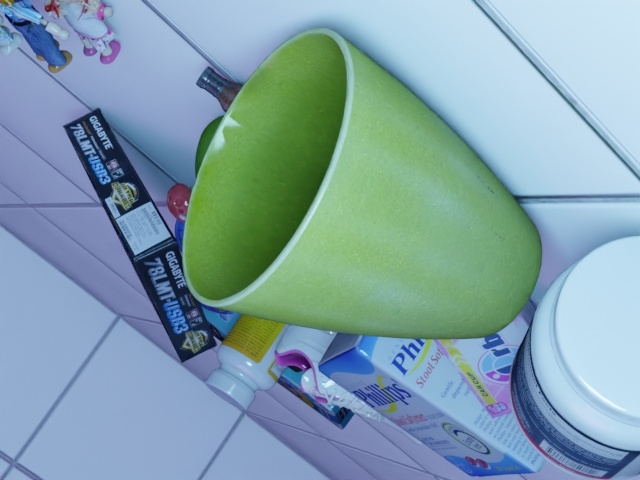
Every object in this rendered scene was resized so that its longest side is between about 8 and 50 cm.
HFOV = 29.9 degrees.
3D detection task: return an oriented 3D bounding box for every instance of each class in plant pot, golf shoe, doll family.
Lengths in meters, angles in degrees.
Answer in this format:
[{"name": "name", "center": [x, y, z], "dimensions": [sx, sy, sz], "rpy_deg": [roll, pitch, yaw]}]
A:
[{"name": "plant pot", "center": [0.063, -0.016, 1.156], "dimensions": [0.293, 0.275, 0.275], "rpy_deg": [24, 170, -27]}, {"name": "golf shoe", "center": [0.053, 0.236, 1.929], "dimensions": [0.306, 0.140, 0.115], "rpy_deg": [42, 154, 26]}, {"name": "doll family", "center": [-0.371, -0.276, 1.433], "dimensions": [0.263, 0.118, 0.163], "rpy_deg": [26, 162, 25]}]

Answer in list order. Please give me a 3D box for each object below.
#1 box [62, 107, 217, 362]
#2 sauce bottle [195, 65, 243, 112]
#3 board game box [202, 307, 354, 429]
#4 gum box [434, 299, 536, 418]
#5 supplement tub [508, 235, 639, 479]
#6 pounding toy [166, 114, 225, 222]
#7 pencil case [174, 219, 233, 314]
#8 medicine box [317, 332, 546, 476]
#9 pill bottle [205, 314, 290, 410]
[{"name": "box", "center": [-0.270, -0.005, 1.821], "dimensions": [0.293, 0.073, 0.295], "rpy_deg": [58, 170, 35]}, {"name": "sauce bottle", "center": [-0.083, -0.153, 1.371], "dimensions": [0.128, 0.042, 0.042], "rpy_deg": [37, 164, -4]}, {"name": "board game box", "center": [-0.081, 0.215, 2.265], "dimensions": [0.336, 0.079, 0.254], "rpy_deg": [34, 169, 15]}, {"name": "gum box", "center": [0.218, 0.129, 1.434], "dimensions": [0.107, 0.062, 0.188], "rpy_deg": [-23, 127, 22]}, {"name": "supplement tub", "center": [0.290, 0.119, 1.156], "dimensions": [0.191, 0.191, 0.272], "rpy_deg": [31, 163, 12]}, {"name": "pounding toy", "center": [-0.104, -0.029, 1.486], "dimensions": [0.237, 0.110, 0.183], "rpy_deg": [59, 149, -3]}, {"name": "pencil case", "center": [-0.160, 0.021, 1.881], "dimensions": [0.119, 0.133, 0.306], "rpy_deg": [-8, 164, -5]}, {"name": "medicine box", "center": [0.171, 0.185, 1.649], "dimensions": [0.289, 0.149, 0.263], "rpy_deg": [34, 164, -3]}, {"name": "pill bottle", "center": [-0.105, 0.184, 2.068], "dimensions": [0.117, 0.208, 0.117], "rpy_deg": [31, 164, 10]}]
